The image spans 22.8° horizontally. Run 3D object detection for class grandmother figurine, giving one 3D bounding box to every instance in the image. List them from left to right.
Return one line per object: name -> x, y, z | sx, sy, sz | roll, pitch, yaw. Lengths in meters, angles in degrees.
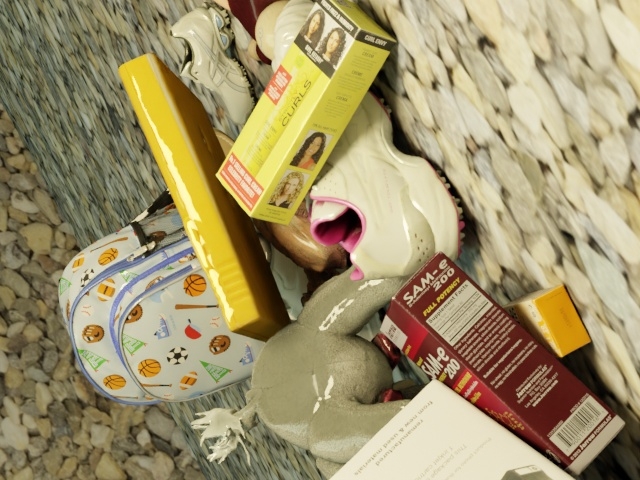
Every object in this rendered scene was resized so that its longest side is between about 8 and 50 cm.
grandmother figurine -> -0.082, -0.284, 1.801 | 0.342, 0.104, 0.208 | 51, 168, 46

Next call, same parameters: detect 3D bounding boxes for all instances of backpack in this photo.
backpack -> -0.203, 0.094, 2.083 | 0.213, 0.263, 0.276 | -112, 0, -64

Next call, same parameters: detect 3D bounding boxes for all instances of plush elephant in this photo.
plush elephant -> 0.056, 0.193, 1.814 | 0.255, 0.330, 0.272 | 25, -136, -48

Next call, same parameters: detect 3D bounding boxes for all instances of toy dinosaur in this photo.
toy dinosaur -> 0.000, 0.000, 1.845 | 0.200, 0.127, 0.296 | 59, 180, 12

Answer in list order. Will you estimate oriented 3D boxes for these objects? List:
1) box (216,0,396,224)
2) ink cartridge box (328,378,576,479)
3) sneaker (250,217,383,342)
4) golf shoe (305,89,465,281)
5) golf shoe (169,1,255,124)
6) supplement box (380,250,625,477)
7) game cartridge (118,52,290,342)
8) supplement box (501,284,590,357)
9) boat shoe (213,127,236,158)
box -> -0.017, -0.135, 1.644 | 0.232, 0.058, 0.087 | -58, 46, 20
ink cartridge box -> 0.225, 0.348, 1.494 | 0.395, 0.166, 0.285 | 34, 163, 46
sneaker -> -0.011, 0.067, 2.048 | 0.297, 0.129, 0.111 | 64, 162, -4
golf shoe -> 0.028, -0.076, 1.697 | 0.306, 0.140, 0.115 | 53, 162, 37
golf shoe -> -0.146, -0.224, 2.106 | 0.069, 0.086, 0.176 | 28, 143, 61
supplement box -> 0.171, 0.129, 1.537 | 0.239, 0.073, 0.130 | 44, 165, 10
game cartridge -> -0.127, -0.038, 1.851 | 0.285, 0.052, 0.324 | 44, -155, -80
supplement box -> 0.215, 0.081, 1.533 | 0.062, 0.036, 0.098 | 63, 164, 1
boat shoe -> -0.084, -0.029, 2.183 | 0.302, 0.109, 0.098 | 59, 159, -4
